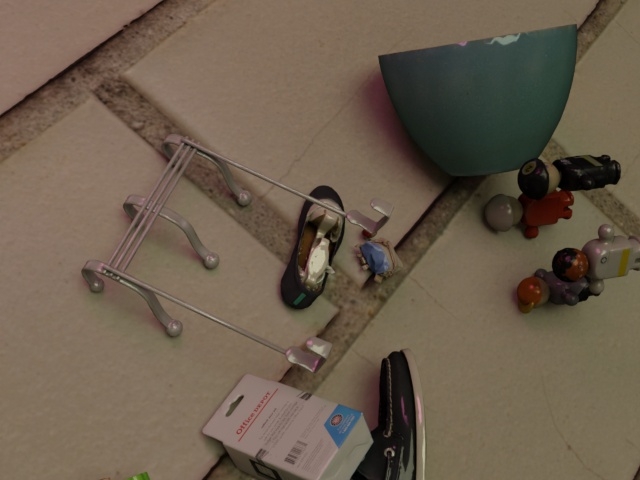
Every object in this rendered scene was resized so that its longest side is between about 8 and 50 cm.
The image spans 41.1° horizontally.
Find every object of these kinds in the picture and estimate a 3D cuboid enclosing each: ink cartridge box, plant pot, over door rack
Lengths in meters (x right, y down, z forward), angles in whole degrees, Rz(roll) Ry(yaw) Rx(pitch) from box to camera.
[{"bbox_3d":[-0.041,0.237,1.030,0.104,0.180,0.060,-51,137,-32],"label":"ink cartridge box"},{"bbox_3d":[0.243,-0.204,1.283,0.290,0.290,0.195,-15,103,-28],"label":"plant pot"},{"bbox_3d":[-0.101,0.018,1.088,0.324,0.108,0.239,19,59,9],"label":"over door rack"}]

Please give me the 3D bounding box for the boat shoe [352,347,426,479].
[{"bbox_3d":[0.070,0.297,1.053,0.113,0.127,0.340,2,71,-1],"label":"boat shoe"}]

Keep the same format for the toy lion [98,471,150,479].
[{"bbox_3d":[-0.241,0.285,0.945,0.100,0.096,0.034,-27,78,10],"label":"toy lion"}]

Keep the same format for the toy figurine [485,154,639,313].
[{"bbox_3d":[0.352,-0.010,1.260,0.148,0.213,0.209,-8,74,-16],"label":"toy figurine"}]

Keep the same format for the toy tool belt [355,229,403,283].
[{"bbox_3d":[0.076,0.019,1.216,0.051,0.052,0.083,-26,80,-39],"label":"toy tool belt"}]

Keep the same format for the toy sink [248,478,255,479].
[{"bbox_3d":[-0.073,0.397,0.925,0.131,0.153,0.234,-30,81,-32],"label":"toy sink"}]

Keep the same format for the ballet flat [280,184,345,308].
[{"bbox_3d":[0.000,0.000,1.180,0.074,0.074,0.203,25,60,-12],"label":"ballet flat"}]
